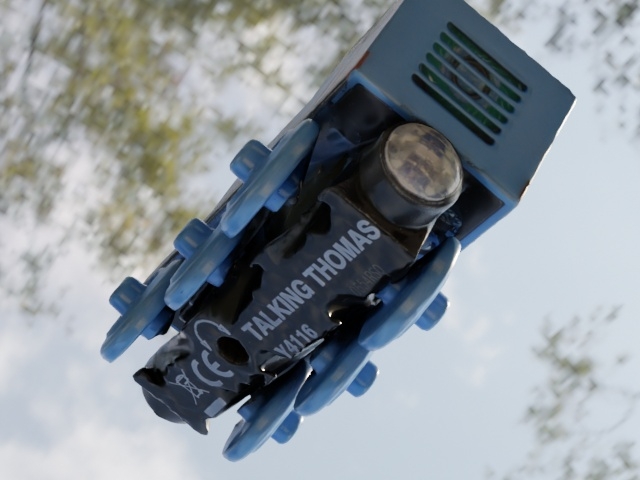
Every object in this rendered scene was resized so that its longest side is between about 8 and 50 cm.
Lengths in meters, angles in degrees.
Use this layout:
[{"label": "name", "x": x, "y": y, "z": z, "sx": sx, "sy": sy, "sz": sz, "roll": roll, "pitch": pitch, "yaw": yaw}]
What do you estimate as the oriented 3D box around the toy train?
[{"label": "toy train", "x": 0.000, "y": 0.000, "z": 0.607, "sx": 0.080, "sy": 0.184, "sz": 0.105, "roll": 40, "pitch": -128, "yaw": -5}]
